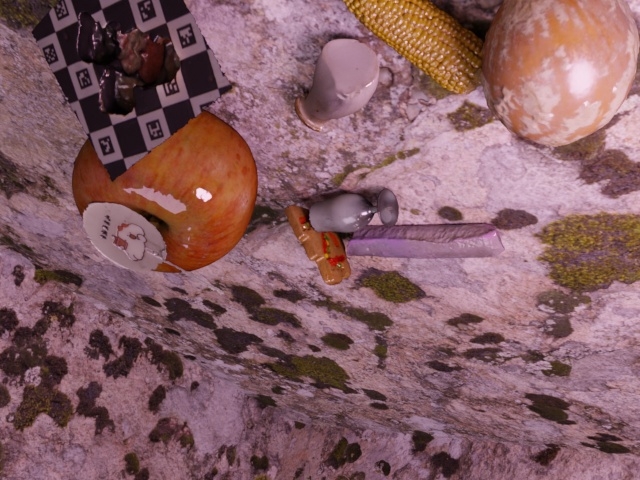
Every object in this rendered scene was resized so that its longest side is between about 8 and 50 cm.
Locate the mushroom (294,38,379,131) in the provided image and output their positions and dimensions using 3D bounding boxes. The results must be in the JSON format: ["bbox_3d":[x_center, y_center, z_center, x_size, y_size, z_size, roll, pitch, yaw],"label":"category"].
[{"bbox_3d":[0.029,-0.268,1.077,0.116,0.093,0.225,46,159,1],"label":"mushroom"}]

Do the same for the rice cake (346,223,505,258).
[{"bbox_3d":[0.233,0.000,1.414,0.399,0.064,0.070,-1,135,34],"label":"rice cake"}]

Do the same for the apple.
[{"bbox_3d":[-0.332,-0.126,1.328,0.401,0.333,0.400,7,132,8],"label":"apple"}]

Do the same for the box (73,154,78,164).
[{"bbox_3d":[-0.616,-0.207,1.635,0.085,0.060,0.063,17,159,7],"label":"box"}]

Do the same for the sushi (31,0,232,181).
[{"bbox_3d":[-0.330,-0.325,1.069,0.340,0.069,0.319,-28,93,31],"label":"sushi"}]

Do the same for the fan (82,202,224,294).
[{"bbox_3d":[-0.341,0.029,1.233,0.329,0.009,0.190,29,134,-5],"label":"fan"}]

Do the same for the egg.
[{"bbox_3d":[0.317,-0.241,0.805,0.204,0.203,0.245,3,142,30],"label":"egg"}]

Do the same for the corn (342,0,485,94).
[{"bbox_3d":[0.151,-0.315,0.905,0.260,0.091,0.091,33,132,-12],"label":"corn"}]

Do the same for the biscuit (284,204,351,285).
[{"bbox_3d":[0.000,0.000,1.470,0.041,0.212,0.238,-31,112,24],"label":"biscuit"}]

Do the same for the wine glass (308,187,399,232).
[{"bbox_3d":[0.073,-0.064,1.381,0.202,0.092,0.093,-7,140,39],"label":"wine glass"}]
